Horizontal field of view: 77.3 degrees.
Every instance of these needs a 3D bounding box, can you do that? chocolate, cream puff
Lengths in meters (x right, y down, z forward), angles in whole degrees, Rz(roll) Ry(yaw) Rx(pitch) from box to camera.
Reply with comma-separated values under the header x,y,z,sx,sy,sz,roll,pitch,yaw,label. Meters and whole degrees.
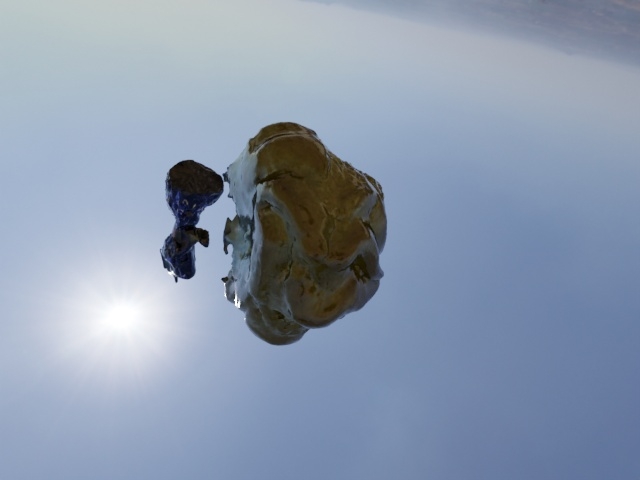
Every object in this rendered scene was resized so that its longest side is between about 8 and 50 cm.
x,y,z,sx,sy,sz,roll,pitch,yaw,label
-0.329,-0.014,0.964,0.148,0.343,0.126,32,-147,12,chocolate
0.003,-0.006,0.605,0.270,0.322,0.274,-3,-168,-26,cream puff
